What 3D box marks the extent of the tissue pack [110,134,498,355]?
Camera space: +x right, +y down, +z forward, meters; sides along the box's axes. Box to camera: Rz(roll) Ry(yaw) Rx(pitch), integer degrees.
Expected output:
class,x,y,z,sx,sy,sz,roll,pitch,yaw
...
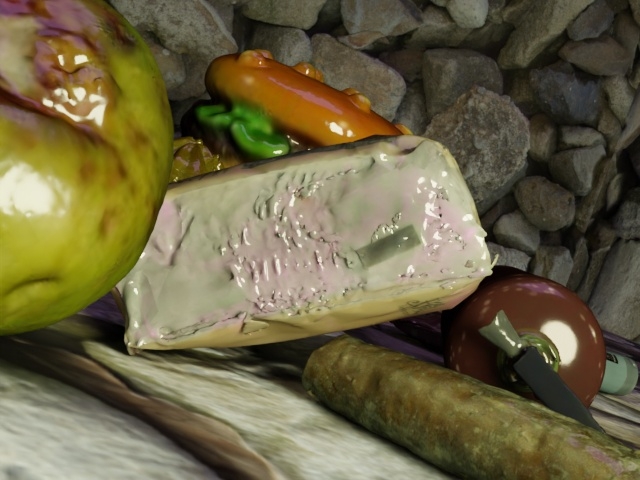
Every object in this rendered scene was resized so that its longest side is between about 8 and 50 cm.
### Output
class,x,y,z,sx,sy,sz,roll,pitch,yaw
tissue pack,0.000,0.000,0.562,0.214,0.123,0.256,-13,-5,10

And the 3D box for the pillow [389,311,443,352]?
class,x,y,z,sx,sy,sz,roll,pitch,yaw
pillow,0.171,0.114,0.917,0.184,0.043,0.118,17,7,32

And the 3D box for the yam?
class,x,y,z,sx,sy,sz,roll,pitch,yaw
yam,0.101,0.106,0.417,0.274,0.061,0.061,20,3,40

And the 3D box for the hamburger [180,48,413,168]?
class,x,y,z,sx,sy,sz,roll,pitch,yaw
hamburger,-0.034,-0.118,1.291,0.395,0.278,0.396,27,6,-3

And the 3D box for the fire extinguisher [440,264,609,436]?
class,x,y,z,sx,sy,sz,roll,pitch,yaw
fire extinguisher,0.160,0.087,0.672,0.135,0.114,0.337,47,6,6

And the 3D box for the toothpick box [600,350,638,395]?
class,x,y,z,sx,sy,sz,roll,pitch,yaw
toothpick box,0.350,0.163,1.062,0.083,0.052,0.052,16,4,-24

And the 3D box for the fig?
class,x,y,z,sx,sy,sz,roll,pitch,yaw
fig,-0.170,-0.042,0.393,0.191,0.181,0.181,-13,-18,36

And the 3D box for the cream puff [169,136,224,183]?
class,x,y,z,sx,sy,sz,roll,pitch,yaw
cream puff,-0.180,-0.063,1.042,0.156,0.156,0.121,19,-15,5
